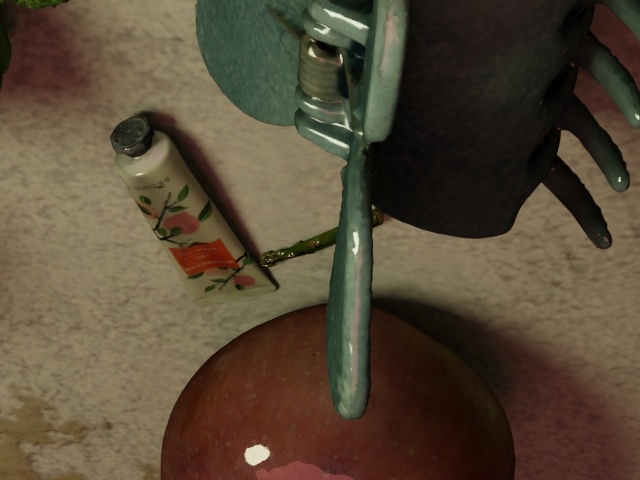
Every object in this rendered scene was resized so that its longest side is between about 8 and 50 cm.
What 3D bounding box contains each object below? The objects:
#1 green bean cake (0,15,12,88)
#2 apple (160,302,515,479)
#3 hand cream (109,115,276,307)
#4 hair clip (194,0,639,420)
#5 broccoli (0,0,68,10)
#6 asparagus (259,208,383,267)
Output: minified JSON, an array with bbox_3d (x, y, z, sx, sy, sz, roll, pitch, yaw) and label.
[{"bbox_3d":[-0.373,-0.115,1.330,0.248,0.222,0.125,-1,137,18],"label":"green bean cake"},{"bbox_3d":[0.017,0.185,1.551,0.305,0.235,0.306,7,134,7],"label":"apple"},{"bbox_3d":[-0.114,-0.016,1.510,0.080,0.050,0.234,-11,139,18],"label":"hand cream"},{"bbox_3d":[0.083,-0.133,1.181,0.238,0.392,0.318,-8,137,-15],"label":"hair clip"},{"bbox_3d":[-0.204,-0.280,1.092,0.321,0.304,0.283,45,167,-3],"label":"broccoli"},{"bbox_3d":[0.000,0.000,1.517,0.127,0.015,0.018,-23,118,31],"label":"asparagus"}]
